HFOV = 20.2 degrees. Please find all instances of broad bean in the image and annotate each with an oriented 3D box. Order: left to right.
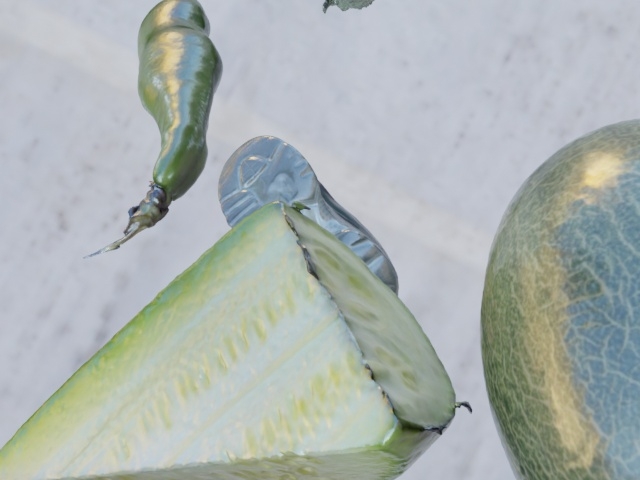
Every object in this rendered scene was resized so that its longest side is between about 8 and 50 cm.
[{"bbox_3d":[-0.125,-0.116,1.441,0.098,0.056,0.318,-17,36,22],"label":"broad bean"}]

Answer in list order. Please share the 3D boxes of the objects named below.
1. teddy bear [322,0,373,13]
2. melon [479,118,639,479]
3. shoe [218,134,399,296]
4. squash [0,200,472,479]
[{"bbox_3d":[0.045,-0.271,1.648,0.213,0.133,0.111,-47,-32,-34],"label":"teddy bear"},{"bbox_3d":[0.210,0.075,0.947,0.237,0.302,0.237,-19,-28,-10],"label":"melon"},{"bbox_3d":[0.000,0.000,1.277,0.071,0.169,0.099,-45,-20,6],"label":"shoe"},{"bbox_3d":[-0.056,0.136,1.077,0.288,0.203,0.111,-45,-41,19],"label":"squash"}]
